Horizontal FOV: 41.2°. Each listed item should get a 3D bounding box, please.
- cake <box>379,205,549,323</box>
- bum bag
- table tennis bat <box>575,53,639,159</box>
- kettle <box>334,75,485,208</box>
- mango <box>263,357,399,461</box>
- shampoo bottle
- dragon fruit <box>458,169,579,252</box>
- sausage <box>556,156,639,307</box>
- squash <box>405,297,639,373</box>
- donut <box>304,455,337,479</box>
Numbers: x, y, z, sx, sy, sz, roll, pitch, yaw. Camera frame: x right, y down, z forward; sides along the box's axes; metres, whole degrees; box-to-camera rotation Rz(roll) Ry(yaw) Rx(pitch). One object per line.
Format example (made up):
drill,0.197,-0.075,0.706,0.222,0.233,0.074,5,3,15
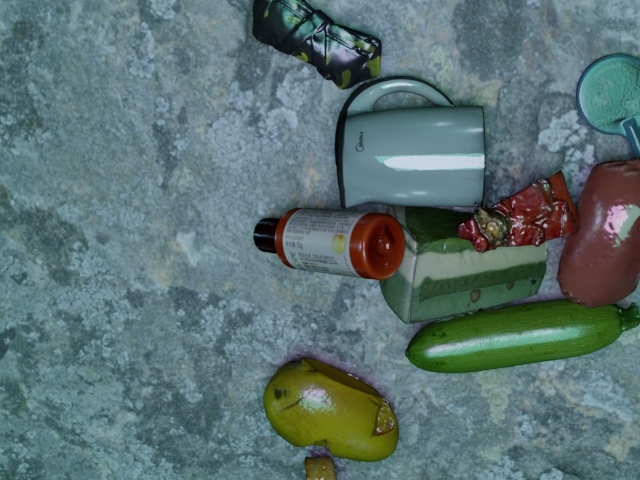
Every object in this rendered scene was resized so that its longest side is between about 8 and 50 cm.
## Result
cake,0.231,0.021,1.450,0.283,0.172,0.158,-7,116,-26
bum bag,-0.006,-0.325,1.370,0.232,0.060,0.107,33,116,-2
table tennis bat,0.490,-0.201,1.368,0.124,0.033,0.201,-25,97,13
kettle,0.141,-0.159,1.365,0.236,0.161,0.221,-1,78,9
mango,0.023,0.309,1.516,0.261,0.130,0.167,22,113,-5
shampoo bottle,0.000,0.000,1.384,0.278,0.104,0.104,6,111,44
dragon fruit,0.297,-0.050,1.326,0.192,0.122,0.092,-17,118,-15
sausage,0.471,-0.014,1.367,0.148,0.148,0.255,10,111,3
squash,0.339,0.161,1.447,0.394,0.107,0.107,-10,105,6
donut,0.006,0.462,1.560,0.059,0.140,0.141,-11,105,0
